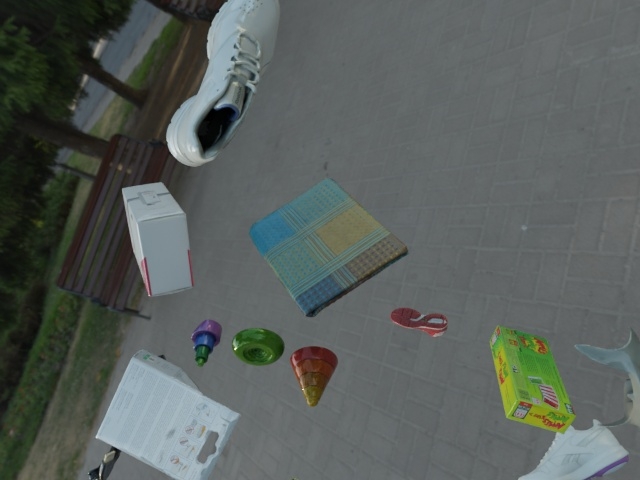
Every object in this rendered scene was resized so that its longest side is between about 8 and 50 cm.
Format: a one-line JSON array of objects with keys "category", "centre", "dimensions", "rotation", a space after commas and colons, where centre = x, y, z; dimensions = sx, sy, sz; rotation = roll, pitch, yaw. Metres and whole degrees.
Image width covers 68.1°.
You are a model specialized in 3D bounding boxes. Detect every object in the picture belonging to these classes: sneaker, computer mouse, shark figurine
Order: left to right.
[{"category": "computer mouse", "centre": [-0.404, 0.360, 0.963], "dimensions": [0.262, 0.060, 0.184], "rotation": [-62, 9, 13]}, {"category": "sneaker", "centre": [-0.129, -0.243, 0.723], "dimensions": [0.129, 0.111, 0.297], "rotation": [30, 98, 57]}, {"category": "sneaker", "centre": [0.391, 0.338, 1.872], "dimensions": [0.221, 0.128, 0.087], "rotation": [9, 57, 25]}, {"category": "sneaker", "centre": [0.681, 0.611, 1.326], "dimensions": [0.305, 0.114, 0.152], "rotation": [-27, 47, 5]}, {"category": "shark figurine", "centre": [0.515, 0.275, 0.794], "dimensions": [0.116, 0.278, 0.166], "rotation": [-27, 46, 22]}]

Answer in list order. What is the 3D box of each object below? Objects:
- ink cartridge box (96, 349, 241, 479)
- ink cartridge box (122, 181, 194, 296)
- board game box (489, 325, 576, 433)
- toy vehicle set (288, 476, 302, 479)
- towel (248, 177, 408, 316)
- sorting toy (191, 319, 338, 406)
[{"category": "ink cartridge box", "centre": [-0.279, 0.334, 0.884], "dimensions": [0.181, 0.224, 0.056], "rotation": [-63, 2, 9]}, {"category": "ink cartridge box", "centre": [-0.430, -0.013, 1.244], "dimensions": [0.283, 0.117, 0.207], "rotation": [38, 134, 54]}, {"category": "board game box", "centre": [0.351, 0.227, 0.800], "dimensions": [0.181, 0.092, 0.043], "rotation": [-71, -4, -60]}, {"category": "toy vehicle set", "centre": [-0.052, 0.660, 1.125], "dimensions": [0.166, 0.267, 0.035], "rotation": [10, 91, 22]}, {"category": "towel", "centre": [0.000, 0.000, 1.123], "dimensions": [0.271, 0.040, 0.370], "rotation": [-32, 41, -8]}, {"category": "sorting toy", "centre": [-0.127, 0.297, 1.101], "dimensions": [0.127, 0.365, 0.126], "rotation": [-56, 21, 36]}]
